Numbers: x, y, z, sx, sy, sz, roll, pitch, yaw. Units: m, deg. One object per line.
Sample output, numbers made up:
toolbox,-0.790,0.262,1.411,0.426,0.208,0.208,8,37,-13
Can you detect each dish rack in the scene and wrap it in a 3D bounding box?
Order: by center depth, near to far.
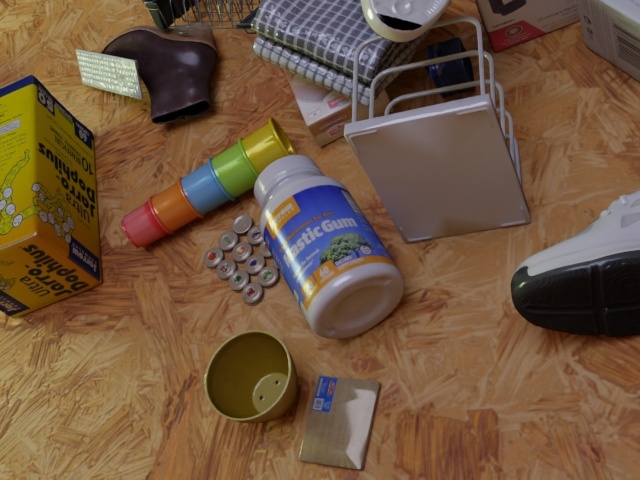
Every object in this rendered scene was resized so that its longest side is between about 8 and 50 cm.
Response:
dish rack,-0.169,-0.459,1.694,0.272,0.074,0.208,9,43,27

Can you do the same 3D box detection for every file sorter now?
file sorter,0.174,-0.151,1.288,0.193,0.277,0.173,-9,55,19

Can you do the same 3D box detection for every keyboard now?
keyboard,-0.407,-0.321,1.732,0.014,0.072,0.256,-16,24,-35

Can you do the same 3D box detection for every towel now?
towel,0.054,-0.375,1.478,0.235,0.121,0.283,26,58,17

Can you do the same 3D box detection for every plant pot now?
plant pot,-0.086,0.208,1.308,0.134,0.095,0.134,-11,59,19

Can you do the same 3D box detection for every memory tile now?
memory tile,-0.118,0.029,1.475,0.113,0.012,0.148,-47,54,-6

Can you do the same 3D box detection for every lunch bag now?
lunch bag,0.204,-0.276,1.450,0.065,0.098,0.067,-13,63,20

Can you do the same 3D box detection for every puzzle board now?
puzzle board,0.028,0.257,1.282,0.096,0.011,0.128,2,63,26

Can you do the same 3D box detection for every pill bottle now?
pill bottle,0.000,0.000,1.353,0.152,0.152,0.272,-34,55,3

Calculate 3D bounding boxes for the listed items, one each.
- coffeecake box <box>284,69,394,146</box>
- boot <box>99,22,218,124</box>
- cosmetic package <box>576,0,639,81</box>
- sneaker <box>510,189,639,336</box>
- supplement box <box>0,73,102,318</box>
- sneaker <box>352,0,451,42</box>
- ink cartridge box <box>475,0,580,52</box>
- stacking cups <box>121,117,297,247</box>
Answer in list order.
coffeecake box,0.024,-0.272,1.546,0.142,0.068,0.185,-26,55,7
boot,-0.314,-0.309,1.704,0.248,0.090,0.206,-10,57,15
cosmetic package,0.499,-0.357,1.330,0.184,0.151,0.151,-41,54,-3
sneaker,0.453,-0.039,1.191,0.448,0.169,0.257,-14,49,7
supplement box,-0.530,-0.078,1.608,0.195,0.194,0.356,-21,57,13
sneaker,0.107,-0.353,1.266,0.130,0.236,0.322,14,63,-6
ink cartridge box,0.313,-0.427,1.399,0.172,0.237,0.100,-19,56,13
stacking cups,-0.188,-0.083,1.529,0.316,0.096,0.096,-33,54,9
